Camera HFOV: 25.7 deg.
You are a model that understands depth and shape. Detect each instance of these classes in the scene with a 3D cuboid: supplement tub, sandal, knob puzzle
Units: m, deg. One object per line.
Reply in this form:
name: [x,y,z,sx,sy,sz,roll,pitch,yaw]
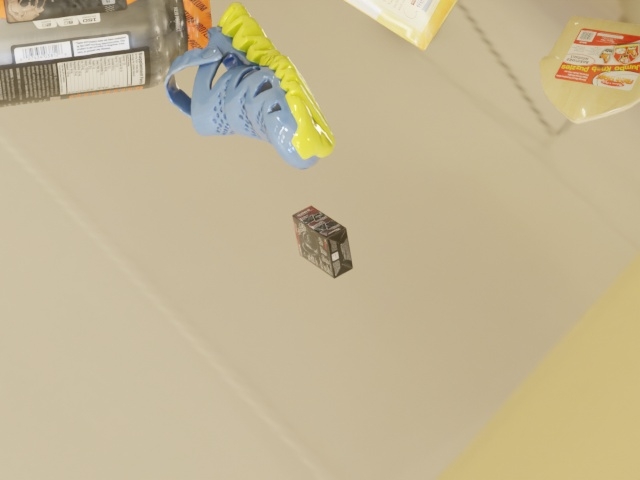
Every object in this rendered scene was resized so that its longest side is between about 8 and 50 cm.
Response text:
supplement tub: [-0.315,-0.281,1.753,0.338,0.207,0.207,-9,-135,-13]
sandal: [-0.085,-0.156,1.595,0.126,0.138,0.317,60,175,-32]
knob puzzle: [0.409,-0.239,2.044,0.030,0.213,0.213,62,-177,-48]

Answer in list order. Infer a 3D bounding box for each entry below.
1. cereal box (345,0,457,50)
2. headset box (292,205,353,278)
cereal box: [0.032,-0.292,1.157,0.240,0.173,0.047,33,-169,-2]
headset box: [0.000,0.000,1.716,0.032,0.062,0.083,-27,-143,-24]
